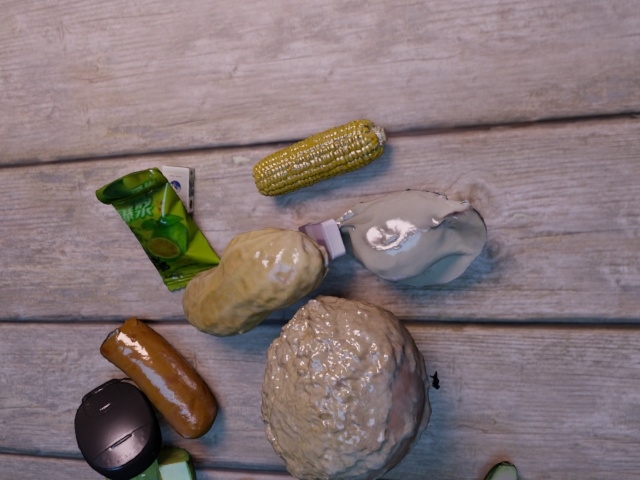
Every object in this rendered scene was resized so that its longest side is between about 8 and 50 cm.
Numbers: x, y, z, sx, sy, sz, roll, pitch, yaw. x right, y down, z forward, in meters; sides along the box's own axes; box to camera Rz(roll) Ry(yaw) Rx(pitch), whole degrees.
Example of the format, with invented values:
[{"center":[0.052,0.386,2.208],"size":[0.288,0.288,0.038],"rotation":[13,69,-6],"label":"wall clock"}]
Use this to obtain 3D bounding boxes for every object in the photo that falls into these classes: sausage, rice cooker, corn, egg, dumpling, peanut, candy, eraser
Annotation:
[{"center":[-0.305,0.269,0.825],"size":[0.109,0.109,0.270],"rotation":[-42,91,15],"label":"sausage"},{"center":[-0.392,0.364,0.821],"size":[0.203,0.142,0.118],"rotation":[40,147,40],"label":"rice cooker"},{"center":[-0.004,-0.134,0.697],"size":[0.238,0.080,0.080],"rotation":[-19,97,13],"label":"corn"},{"center":[0.039,0.238,0.673],"size":[0.279,0.279,0.310],"rotation":[5,106,10],"label":"egg"},{"center":[0.137,0.012,0.679],"size":[0.247,0.142,0.172],"rotation":[-2,130,29],"label":"dumpling"},{"center":[-0.125,0.076,0.717],"size":[0.313,0.149,0.149],"rotation":[-36,93,33],"label":"peanut"},{"center":[-0.284,-0.014,0.771],"size":[0.149,0.069,0.246],"rotation":[-15,116,21],"label":"candy"},{"center":[0.000,0.000,0.712],"size":[0.026,0.105,0.065],"rotation":[-24,100,-25],"label":"eraser"}]

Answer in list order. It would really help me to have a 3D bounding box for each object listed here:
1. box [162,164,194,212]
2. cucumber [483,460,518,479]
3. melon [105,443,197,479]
[{"center":[-0.264,-0.096,0.782],"size":[0.054,0.024,0.083],"rotation":[8,103,11],"label":"box"},{"center":[0.324,0.447,0.772],"size":[0.067,0.035,0.107],"rotation":[9,102,-10],"label":"cucumber"},{"center":[-0.350,0.469,0.866],"size":[0.210,0.118,0.064],"rotation":[-4,87,0],"label":"melon"}]
